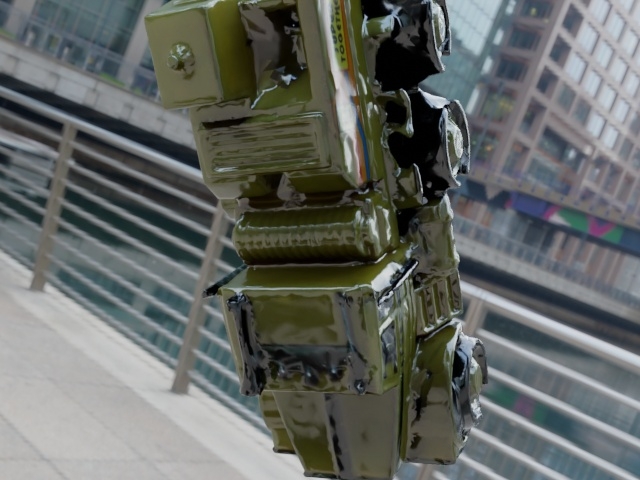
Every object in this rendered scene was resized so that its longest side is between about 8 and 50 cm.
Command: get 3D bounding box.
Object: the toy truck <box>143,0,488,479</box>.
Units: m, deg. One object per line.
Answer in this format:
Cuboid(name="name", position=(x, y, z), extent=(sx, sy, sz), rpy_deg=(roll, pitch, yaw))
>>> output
Cuboid(name="toy truck", position=(0.002, 0.000, 0.405), extent=(0.127, 0.257, 0.127), rpy_deg=(-3, 22, 23))
